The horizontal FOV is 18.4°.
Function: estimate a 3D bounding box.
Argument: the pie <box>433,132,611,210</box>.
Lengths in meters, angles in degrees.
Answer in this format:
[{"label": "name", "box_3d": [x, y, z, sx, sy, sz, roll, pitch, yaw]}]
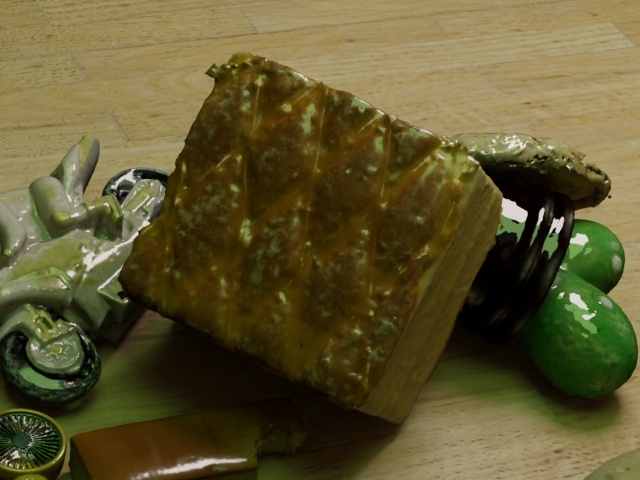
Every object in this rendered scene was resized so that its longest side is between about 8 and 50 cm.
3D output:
[{"label": "pie", "box_3d": [0.178, -0.070, 2.136, 0.274, 0.274, 0.055, 8, 80, -6]}]

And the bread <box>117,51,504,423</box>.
[{"label": "bread", "box_3d": [0.000, 0.000, 1.897, 0.279, 0.279, 0.207, 22, -5, 19]}]

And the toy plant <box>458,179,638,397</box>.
[{"label": "toy plant", "box_3d": [0.225, 0.042, 2.040, 0.235, 0.175, 0.218, 26, 43, -10]}]

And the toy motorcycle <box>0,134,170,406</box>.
[{"label": "toy motorcycle", "box_3d": [-0.270, 0.017, 1.975, 0.223, 0.108, 0.341, 24, 44, 6]}]

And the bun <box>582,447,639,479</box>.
[{"label": "bun", "box_3d": [0.356, 0.308, 1.607, 0.364, 0.202, 0.364, 26, 35, -20]}]

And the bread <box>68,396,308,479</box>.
[{"label": "bread", "box_3d": [-0.116, 0.200, 1.823, 0.226, 0.049, 0.088, -8, 40, -26]}]

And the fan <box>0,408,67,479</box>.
[{"label": "fan", "box_3d": [-0.263, 0.217, 1.766, 0.082, 0.039, 0.155, -1, 40, -18]}]
